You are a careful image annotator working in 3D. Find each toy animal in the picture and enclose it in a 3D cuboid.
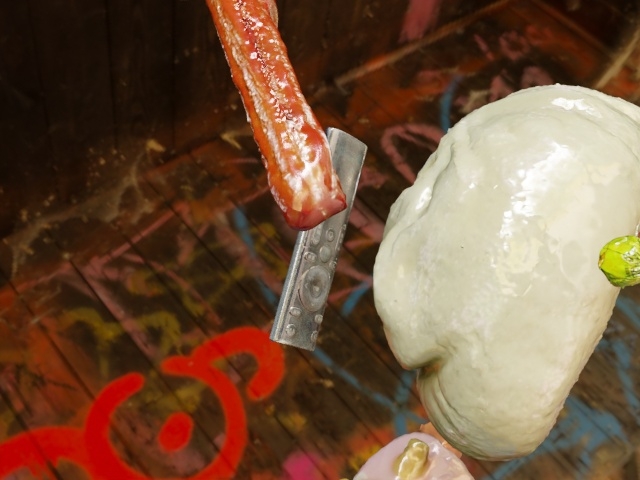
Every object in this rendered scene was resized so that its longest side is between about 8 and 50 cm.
[{"bbox_3d":[0.081,0.342,1.034,0.281,0.169,0.195,-14,-54,-37],"label":"toy animal"}]

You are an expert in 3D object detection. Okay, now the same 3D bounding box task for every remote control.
[{"bbox_3d":[0.000,0.000,1.464,0.107,0.044,0.377,22,-100,-44],"label":"remote control"}]

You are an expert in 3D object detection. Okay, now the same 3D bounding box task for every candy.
[{"bbox_3d":[0.242,0.005,0.569,0.035,0.035,0.123,-20,0,-39],"label":"candy"}]

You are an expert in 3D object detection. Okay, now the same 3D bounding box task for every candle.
[{"bbox_3d":[-0.045,-0.136,0.621,0.051,0.329,0.048,-37,-40,20],"label":"candle"}]

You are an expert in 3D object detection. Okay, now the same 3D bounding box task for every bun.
[{"bbox_3d":[0.169,0.020,0.814,0.365,0.219,0.365,-58,-17,-30],"label":"bun"}]
